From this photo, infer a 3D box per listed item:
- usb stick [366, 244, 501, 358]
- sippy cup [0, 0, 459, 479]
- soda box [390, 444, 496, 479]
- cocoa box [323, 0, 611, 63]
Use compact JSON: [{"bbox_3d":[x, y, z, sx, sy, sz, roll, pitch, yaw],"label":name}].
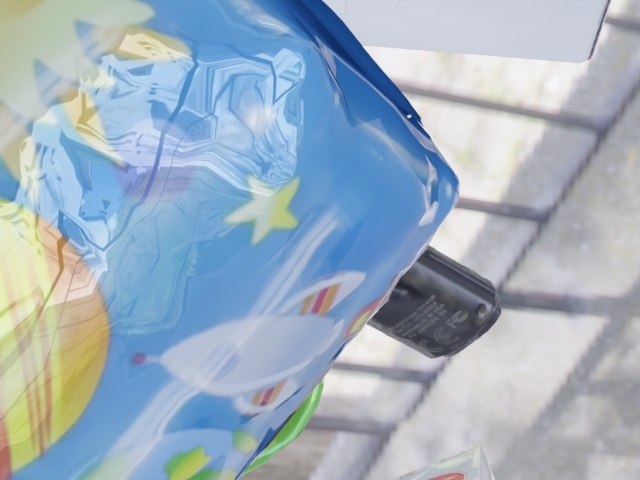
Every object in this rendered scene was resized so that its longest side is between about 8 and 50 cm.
[{"bbox_3d":[0.000,0.000,1.234,0.077,0.278,0.045,-40,37,30],"label":"usb stick"},{"bbox_3d":[-0.099,0.002,0.460,0.224,0.240,0.305,-43,7,7],"label":"sippy cup"},{"bbox_3d":[0.074,0.188,1.141,0.216,0.074,0.069,-54,-59,-81],"label":"soda box"},{"bbox_3d":[-0.006,-0.262,1.072,0.231,0.347,0.228,-105,23,-49],"label":"cocoa box"}]
